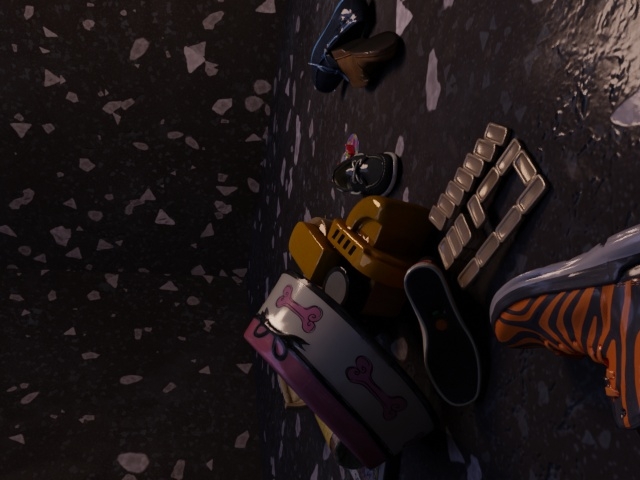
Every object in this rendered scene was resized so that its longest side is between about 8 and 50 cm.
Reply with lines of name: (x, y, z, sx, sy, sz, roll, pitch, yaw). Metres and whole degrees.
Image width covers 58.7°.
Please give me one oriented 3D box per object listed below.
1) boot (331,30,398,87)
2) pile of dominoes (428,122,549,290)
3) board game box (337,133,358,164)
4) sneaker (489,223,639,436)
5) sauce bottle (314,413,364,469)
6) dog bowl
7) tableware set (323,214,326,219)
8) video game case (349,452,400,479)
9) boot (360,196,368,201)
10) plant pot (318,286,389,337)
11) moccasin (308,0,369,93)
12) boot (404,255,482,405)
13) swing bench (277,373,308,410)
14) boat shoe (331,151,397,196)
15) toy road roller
boot: (0.129, -0.462, 1.470, 0.115, 0.112, 0.305, 65, 170, -20)
pile of dominoes: (0.268, -0.056, 0.921, 0.196, 0.040, 0.251, -100, 27, -43)
board game box: (0.077, -0.235, 1.697, 0.133, 0.033, 0.168, -176, 89, -76)
sneaker: (0.285, 0.112, 0.584, 0.321, 0.125, 0.180, 122, 149, -63)
sauce bottle: (0.043, 0.422, 1.398, 0.344, 0.112, 0.111, -136, 50, -74)
dog bowl: (0.021, 0.250, 1.073, 0.408, 0.150, 0.408, 43, 167, 13)
tableware set: (0.000, 0.000, 1.988, 0.168, 0.020, 0.141, 114, 157, -58)
video game case: (0.124, 0.482, 1.345, 0.248, 0.035, 0.274, -137, 51, -72)
boot: (0.122, -0.030, 1.425, 0.084, 0.059, 0.157, 106, 160, -58)
plant pot: (0.077, 0.156, 1.372, 0.165, 0.167, 0.166, -154, 68, -68)
moccasin: (0.047, -0.553, 1.676, 0.342, 0.138, 0.116, 113, 151, -56)
boot: (0.217, 0.147, 0.983, 0.176, 0.088, 0.244, -14, -94, -75)
swing bench: (-0.053, 0.369, 1.841, 0.253, 0.165, 0.254, -125, 34, -67)
boat shoe: (0.105, -0.163, 1.436, 0.302, 0.091, 0.114, 166, 110, -74)
toy road roller: (0.100, 0.006, 1.184, 0.329, 0.203, 0.240, 48, 121, 54)
